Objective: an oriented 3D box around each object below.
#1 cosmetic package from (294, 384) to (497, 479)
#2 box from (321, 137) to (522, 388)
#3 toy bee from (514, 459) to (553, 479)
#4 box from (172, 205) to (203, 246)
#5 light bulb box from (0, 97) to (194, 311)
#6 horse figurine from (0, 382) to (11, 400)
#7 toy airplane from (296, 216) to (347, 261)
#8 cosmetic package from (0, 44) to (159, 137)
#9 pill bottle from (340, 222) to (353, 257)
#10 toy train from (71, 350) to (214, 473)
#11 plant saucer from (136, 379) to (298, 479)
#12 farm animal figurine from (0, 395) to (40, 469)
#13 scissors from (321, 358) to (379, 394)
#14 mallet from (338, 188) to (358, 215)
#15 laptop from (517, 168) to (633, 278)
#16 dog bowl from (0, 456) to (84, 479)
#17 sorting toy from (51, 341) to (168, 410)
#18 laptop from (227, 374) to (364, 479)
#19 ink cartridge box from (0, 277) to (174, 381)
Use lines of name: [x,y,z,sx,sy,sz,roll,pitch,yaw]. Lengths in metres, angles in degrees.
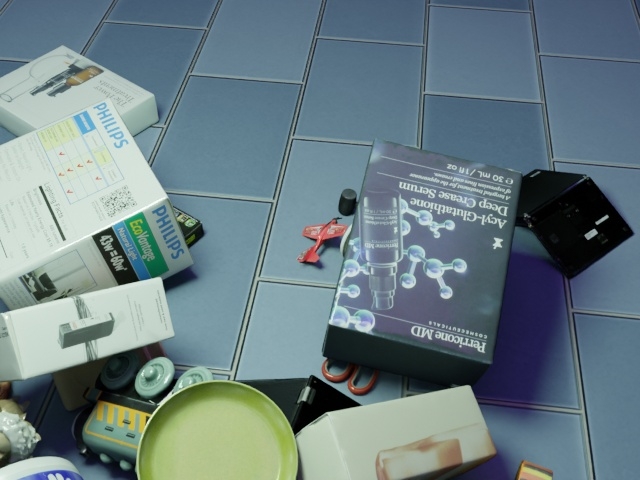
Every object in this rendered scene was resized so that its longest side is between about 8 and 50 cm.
cosmetic package: [0.116,0.337,1.274,0.296,0.153,0.129,-3,61,-33]
box: [0.191,0.047,1.507,0.294,0.212,0.395,13,66,3]
toy bee: [0.324,0.458,1.233,0.195,0.162,0.298,4,45,0]
box: [-0.392,-0.015,1.773,0.191,0.045,0.184,28,50,25]
light bulb box: [-0.509,-0.050,1.630,0.361,0.225,0.358,-27,54,-13]
horse figurine: [-0.660,0.250,1.491,0.174,0.066,0.263,-35,54,-24]
toy airplane: [0.000,0.000,1.744,0.151,0.028,0.151,-28,26,15]
cosmetic package: [-0.660,-0.353,2.071,0.377,0.097,0.284,30,55,25]
pill bottle: [0.141,0.033,1.692,0.184,0.103,0.103,32,53,27]
toy train: [-0.283,0.307,1.350,0.334,0.142,0.190,6,55,33]
plant saucer: [-0.156,0.334,1.202,0.241,0.037,0.240,5,63,-10]
farm animal figurine: [-0.572,0.291,1.276,0.330,0.326,0.172,24,54,9]
scissors: [0.092,0.185,1.602,0.109,0.021,0.297,13,45,15]
mallet: [0.132,-0.070,1.823,0.190,0.062,0.039,15,48,13]
laptop: [0.540,-0.048,1.843,0.234,0.136,0.264,-30,78,-26]
dog bowl: [-0.452,0.447,1.155,0.265,0.264,0.104,-30,58,-27]
sorting toy: [-0.421,0.206,1.528,0.208,0.038,0.193,-23,70,-17]
laptop: [-0.077,0.447,1.338,0.408,0.236,0.382,32,47,-9]
ink cartridge box: [-0.423,0.154,1.360,0.273,0.197,0.114,-12,88,-39]
